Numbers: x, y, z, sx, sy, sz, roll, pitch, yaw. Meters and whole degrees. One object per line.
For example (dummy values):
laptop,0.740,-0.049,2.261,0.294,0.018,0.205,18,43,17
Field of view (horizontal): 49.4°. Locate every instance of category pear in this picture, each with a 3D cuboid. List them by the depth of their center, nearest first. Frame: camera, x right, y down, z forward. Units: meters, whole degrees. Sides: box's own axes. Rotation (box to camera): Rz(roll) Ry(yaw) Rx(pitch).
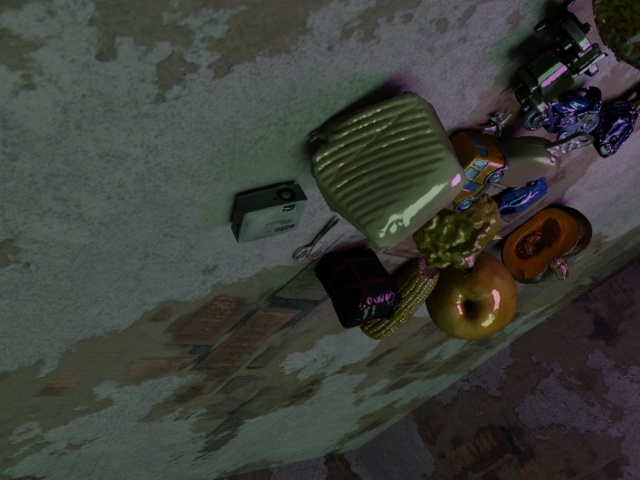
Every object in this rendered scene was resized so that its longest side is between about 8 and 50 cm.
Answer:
pear,0.488,0.178,2.267,0.315,0.314,0.314,-23,153,-12

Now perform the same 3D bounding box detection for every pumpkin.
pumpkin,0.773,0.030,2.355,0.317,0.221,0.139,-39,151,18

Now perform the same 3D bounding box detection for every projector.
projector,-0.114,-0.062,1.506,0.147,0.061,0.115,-15,152,-25

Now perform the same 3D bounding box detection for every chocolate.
chocolate,0.870,-0.368,1.877,0.343,0.126,0.148,-36,-168,9

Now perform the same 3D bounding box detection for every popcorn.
popcorn,0.369,-0.026,1.864,0.249,0.225,0.249,-28,153,-15

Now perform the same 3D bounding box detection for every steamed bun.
steamed bun,0.157,-0.142,1.466,0.290,0.273,0.272,-34,169,18

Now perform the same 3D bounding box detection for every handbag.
handbag,0.098,0.126,1.881,0.170,0.215,0.155,-2,135,-33

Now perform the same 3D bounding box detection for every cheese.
cheese,0.547,-0.210,1.736,0.163,0.082,0.286,22,156,-34

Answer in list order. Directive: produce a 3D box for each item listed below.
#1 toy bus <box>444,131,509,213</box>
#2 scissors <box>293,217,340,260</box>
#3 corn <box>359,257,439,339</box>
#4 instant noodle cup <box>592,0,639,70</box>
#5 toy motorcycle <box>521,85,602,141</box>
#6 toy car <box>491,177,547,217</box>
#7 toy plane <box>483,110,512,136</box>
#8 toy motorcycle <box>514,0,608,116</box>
toy bus,0.336,-0.167,1.692,0.136,0.126,0.209,9,136,-39
scissors,0.000,0.000,1.770,0.086,0.022,0.176,1,145,-40
corn,0.252,0.195,2.249,0.131,0.131,0.344,-3,142,-41
instant noodle cup,0.735,-0.477,1.343,0.266,0.339,0.340,-14,152,-48
toy motorcycle,0.611,-0.322,1.725,0.255,0.092,0.135,-2,135,-27
toy car,0.581,-0.119,2.080,0.216,0.063,0.103,-33,154,7
toy plane,0.428,-0.279,1.682,0.079,0.031,0.083,-28,153,-2
toy motorcycle,0.494,-0.378,1.483,0.205,0.127,0.275,-37,159,19
